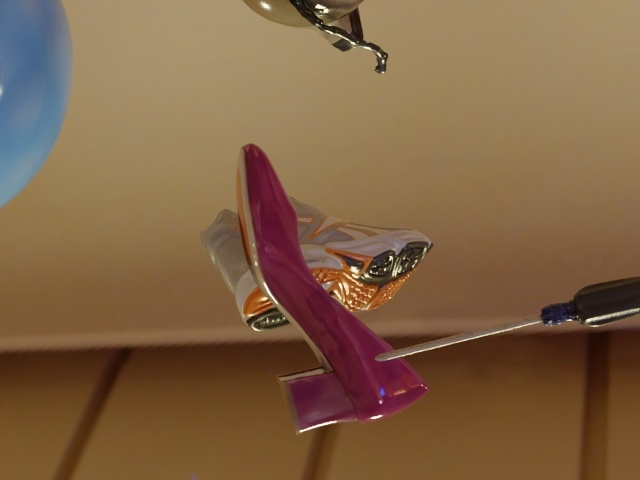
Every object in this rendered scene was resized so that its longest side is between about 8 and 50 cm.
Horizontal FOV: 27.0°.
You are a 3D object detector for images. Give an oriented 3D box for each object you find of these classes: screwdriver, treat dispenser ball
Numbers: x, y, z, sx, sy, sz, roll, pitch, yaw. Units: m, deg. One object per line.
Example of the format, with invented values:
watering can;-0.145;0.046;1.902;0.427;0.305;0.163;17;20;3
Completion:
screwdriver;0.112;0.047;0.757;0.169;0.025;0.024;-14;-100;5
treat dispenser ball;-0.341;-0.142;1.053;0.288;0.288;0.288;-11;-145;8

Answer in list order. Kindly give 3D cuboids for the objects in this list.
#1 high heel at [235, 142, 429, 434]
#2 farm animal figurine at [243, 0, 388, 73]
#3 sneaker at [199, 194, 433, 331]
high heel;0.007;0.032;1.072;0.117;0.244;0.082;-15;-177;-7
farm animal figurine;-0.051;-0.244;0.807;0.330;0.172;0.327;-44;-122;23
sneaker;0.000;0.000;1.251;0.262;0.099;0.121;-6;-130;-50
